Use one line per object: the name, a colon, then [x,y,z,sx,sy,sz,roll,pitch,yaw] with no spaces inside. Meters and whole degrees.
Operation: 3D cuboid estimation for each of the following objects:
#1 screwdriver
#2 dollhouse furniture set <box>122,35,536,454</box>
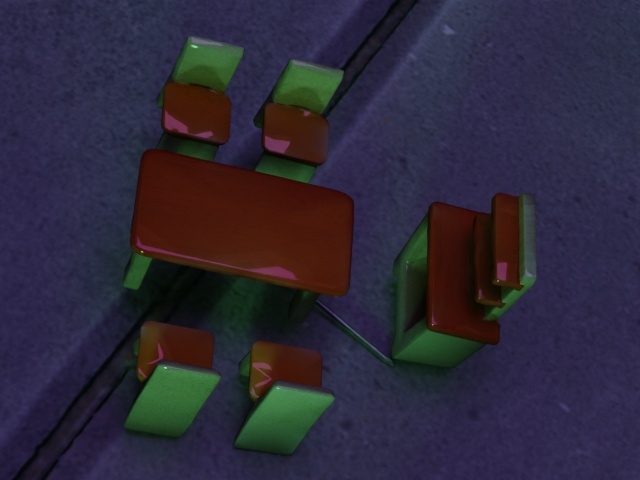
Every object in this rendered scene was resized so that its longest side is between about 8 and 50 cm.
screwdriver: [-0.012,0.034,1.300,0.170,0.024,0.025,38,22,4]
dollhouse furniture set: [0.000,0.000,1.228,0.259,0.135,0.262,12,58,-15]
